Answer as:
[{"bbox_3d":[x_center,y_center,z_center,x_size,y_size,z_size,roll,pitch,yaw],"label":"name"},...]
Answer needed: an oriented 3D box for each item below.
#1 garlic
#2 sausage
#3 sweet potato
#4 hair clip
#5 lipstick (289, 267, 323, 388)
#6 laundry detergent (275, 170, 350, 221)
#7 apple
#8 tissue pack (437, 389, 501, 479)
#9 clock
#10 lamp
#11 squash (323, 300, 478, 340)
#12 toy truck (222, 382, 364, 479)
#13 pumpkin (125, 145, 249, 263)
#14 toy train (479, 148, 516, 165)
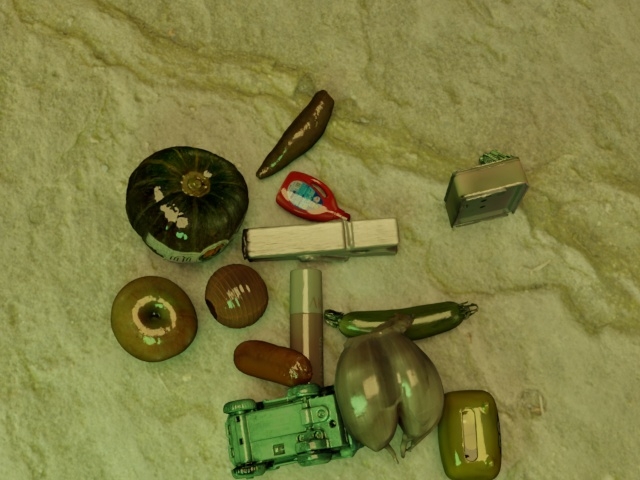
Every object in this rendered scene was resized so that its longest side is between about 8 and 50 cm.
[{"bbox_3d":[0.133,0.286,1.680,0.210,0.237,0.292,-11,79,-2],"label":"garlic"},{"bbox_3d":[-0.096,0.248,1.762,0.197,0.076,0.076,8,72,42],"label":"sausage"},{"bbox_3d":[-0.048,-0.221,1.926,0.077,0.077,0.243,35,86,10],"label":"sweet potato"},{"bbox_3d":[0.001,0.004,1.853,0.331,0.101,0.085,-2,72,-1],"label":"hair clip"},{"bbox_3d":[-0.029,0.188,1.816,0.070,0.070,0.254,-1,76,1],"label":"lipstick"},{"bbox_3d":[-0.009,-0.084,1.900,0.165,0.049,0.097,26,73,6],"label":"laundry detergent"},{"bbox_3d":[-0.344,0.162,1.794,0.182,0.155,0.182,3,74,-12],"label":"apple"},{"bbox_3d":[0.295,0.386,1.727,0.123,0.127,0.178,-2,75,4],"label":"tissue pack"},{"bbox_3d":[0.343,-0.097,1.816,0.147,0.192,0.071,-14,74,-1],"label":"clock"},{"bbox_3d":[-0.173,0.115,1.807,0.136,0.136,0.136,0,75,2],"label":"lamp"},{"bbox_3d":[0.167,0.171,1.811,0.318,0.071,0.080,-4,92,3],"label":"squash"},{"bbox_3d":[-0.058,0.374,1.712,0.279,0.156,0.155,-17,73,25],"label":"toy truck"},{"bbox_3d":[-0.286,-0.075,1.841,0.260,0.189,0.260,12,60,-21],"label":"pumpkin"},{"bbox_3d":[0.392,-0.171,1.916,0.083,0.033,0.053,29,73,9],"label":"toy train"}]
